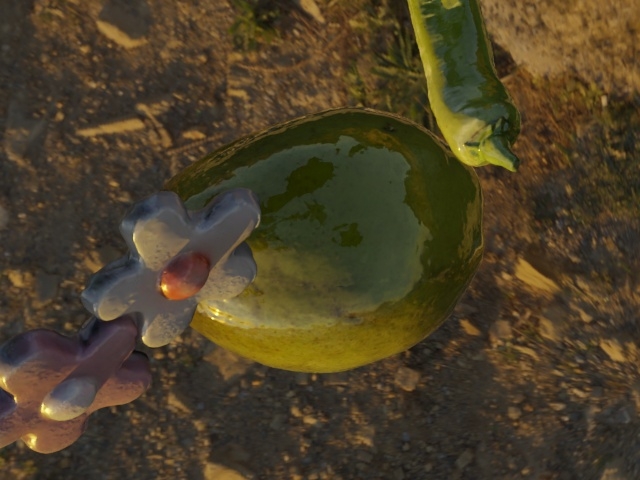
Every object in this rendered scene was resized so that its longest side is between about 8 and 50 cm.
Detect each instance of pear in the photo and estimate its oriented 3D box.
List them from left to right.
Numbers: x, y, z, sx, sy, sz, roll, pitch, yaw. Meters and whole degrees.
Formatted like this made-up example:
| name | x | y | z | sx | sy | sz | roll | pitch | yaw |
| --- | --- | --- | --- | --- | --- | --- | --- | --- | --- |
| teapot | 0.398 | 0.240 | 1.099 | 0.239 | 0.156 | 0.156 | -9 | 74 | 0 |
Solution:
| name | x | y | z | sx | sy | sz | roll | pitch | yaw |
| --- | --- | --- | --- | --- | --- | --- | --- | --- | --- |
| pear | 0.000 | 0.000 | 0.856 | 0.307 | 0.253 | 0.253 | -10 | 73 | -24 |

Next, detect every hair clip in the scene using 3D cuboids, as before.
| name | x | y | z | sx | sy | sz | roll | pitch | yaw |
| --- | --- | --- | --- | --- | --- | --- | --- | --- | --- |
| hair clip | -0.143 | 0.054 | 0.645 | 0.075 | 0.146 | 0.257 | 38 | 87 | 25 |

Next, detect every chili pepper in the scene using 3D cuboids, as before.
| name | x | y | z | sx | sy | sz | roll | pitch | yaw |
| --- | --- | --- | --- | --- | --- | --- | --- | --- | --- |
| chili pepper | 0.060 | -0.125 | 0.463 | 0.043 | 0.049 | 0.208 | -23 | 76 | 32 |
